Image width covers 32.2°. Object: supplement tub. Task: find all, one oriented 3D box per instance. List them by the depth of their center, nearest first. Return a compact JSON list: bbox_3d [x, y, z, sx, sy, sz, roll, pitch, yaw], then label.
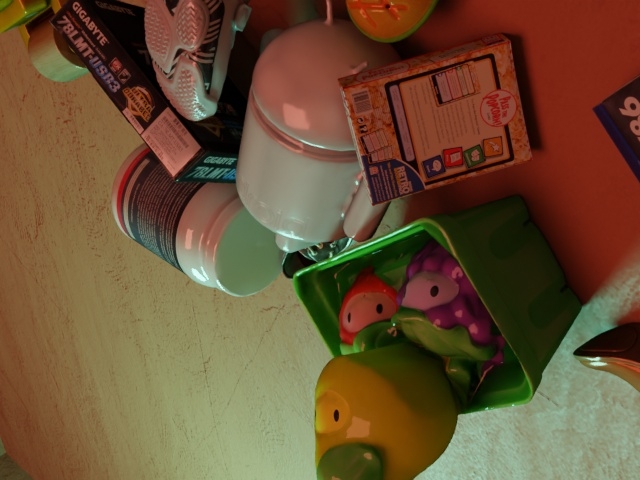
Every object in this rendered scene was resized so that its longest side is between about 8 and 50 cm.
[{"bbox_3d":[-0.188,-0.041,1.771,0.272,0.191,0.191,30,138,39],"label":"supplement tub"}]

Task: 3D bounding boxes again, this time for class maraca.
[{"bbox_3d":[0.093,-0.313,1.250,0.127,0.099,0.186,41,118,23],"label":"maraca"}]

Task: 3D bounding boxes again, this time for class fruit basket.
[{"bbox_3d":[0.093,0.140,1.370,0.283,0.392,0.392,60,148,-3],"label":"fruit basket"}]

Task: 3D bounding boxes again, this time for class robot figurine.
[{"bbox_3d":[0.002,-0.137,1.417,0.300,0.199,0.353,52,149,27],"label":"robot figurine"}]

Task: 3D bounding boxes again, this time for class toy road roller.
[{"bbox_3d":[-0.522,-0.412,1.877,0.202,0.240,0.330,-7,110,56],"label":"toy road roller"}]

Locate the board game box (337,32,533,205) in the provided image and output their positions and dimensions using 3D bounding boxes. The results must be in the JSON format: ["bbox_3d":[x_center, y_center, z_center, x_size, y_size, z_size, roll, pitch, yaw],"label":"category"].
[{"bbox_3d":[0.131,-0.136,1.256,0.045,0.193,0.147,-106,1,-67],"label":"board game box"}]

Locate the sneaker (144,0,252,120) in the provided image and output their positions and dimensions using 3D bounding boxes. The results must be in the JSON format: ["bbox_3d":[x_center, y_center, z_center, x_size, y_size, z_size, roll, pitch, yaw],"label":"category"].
[{"bbox_3d":[-0.096,-0.328,1.355,0.137,0.210,0.366,38,135,45],"label":"sneaker"}]

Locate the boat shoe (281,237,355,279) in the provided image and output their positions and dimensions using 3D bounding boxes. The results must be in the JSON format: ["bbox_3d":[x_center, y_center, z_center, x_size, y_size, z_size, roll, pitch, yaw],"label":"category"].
[{"bbox_3d":[0.000,0.000,1.657,0.078,0.070,0.219,51,147,12],"label":"boat shoe"}]

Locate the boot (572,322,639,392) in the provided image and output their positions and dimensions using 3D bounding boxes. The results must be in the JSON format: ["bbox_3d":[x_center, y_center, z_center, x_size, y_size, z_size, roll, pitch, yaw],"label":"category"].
[{"bbox_3d":[0.388,0.177,1.270,0.197,0.073,0.152,-4,117,58],"label":"boot"}]

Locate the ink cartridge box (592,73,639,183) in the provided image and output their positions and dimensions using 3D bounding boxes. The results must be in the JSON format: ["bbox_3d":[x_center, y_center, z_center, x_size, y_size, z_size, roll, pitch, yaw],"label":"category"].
[{"bbox_3d":[0.384,-0.114,1.038,0.165,0.065,0.332,56,149,3],"label":"ink cartridge box"}]

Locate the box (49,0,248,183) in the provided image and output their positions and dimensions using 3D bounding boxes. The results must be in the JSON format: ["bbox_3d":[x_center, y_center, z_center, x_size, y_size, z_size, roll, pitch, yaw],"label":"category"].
[{"bbox_3d":[-0.203,-0.211,1.579,0.073,0.295,0.293,-41,78,18],"label":"box"}]
